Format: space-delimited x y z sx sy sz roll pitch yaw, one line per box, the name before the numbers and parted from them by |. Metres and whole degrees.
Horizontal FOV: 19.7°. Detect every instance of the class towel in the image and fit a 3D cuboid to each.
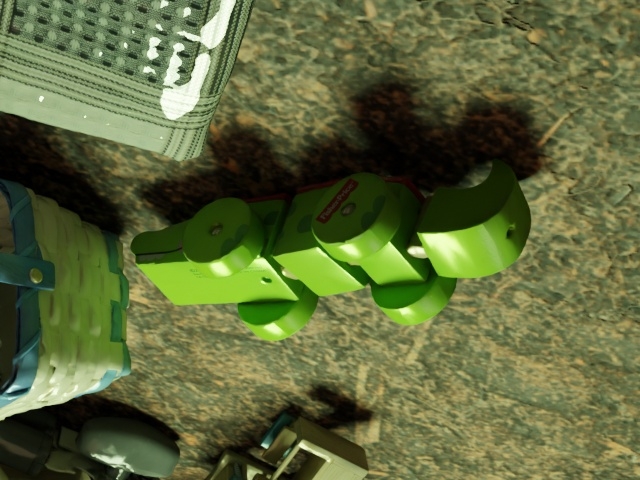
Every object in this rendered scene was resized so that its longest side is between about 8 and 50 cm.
towel | -0.206 -0.189 1.253 0.324 0.056 0.312 19 145 -5

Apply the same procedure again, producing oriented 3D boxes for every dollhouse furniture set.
dollhouse furniture set | -0.019 0.244 1.767 0.129 0.129 0.183 28 113 -20

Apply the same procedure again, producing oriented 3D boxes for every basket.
basket | -0.317 0.054 1.480 0.255 0.201 0.289 -16 166 36

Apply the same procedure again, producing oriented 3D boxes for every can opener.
can opener | -0.276 0.175 1.798 0.283 0.076 0.095 25 112 -13

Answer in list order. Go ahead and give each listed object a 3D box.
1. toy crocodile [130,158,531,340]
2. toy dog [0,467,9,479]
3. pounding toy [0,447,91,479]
toy crocodile | 0.000 0.000 1.418 0.340 0.105 0.115 -8 140 36
toy dog | -0.374 0.428 1.845 0.395 0.284 0.408 10 133 -15
pounding toy | -0.304 0.273 1.920 0.130 0.100 0.141 8 134 8
